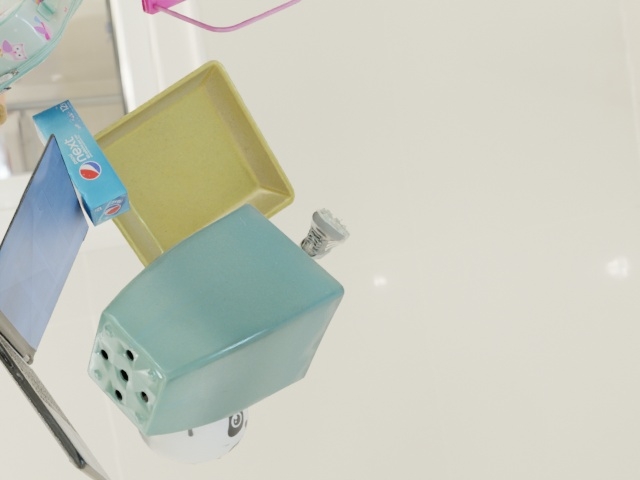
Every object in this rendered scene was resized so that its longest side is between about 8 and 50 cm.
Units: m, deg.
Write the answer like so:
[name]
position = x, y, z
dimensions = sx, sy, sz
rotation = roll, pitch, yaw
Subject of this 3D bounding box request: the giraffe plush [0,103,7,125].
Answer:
[giraffe plush]
position = -0.800, -0.281, 1.942
dimensions = 0.181, 0.210, 0.170
rotation = -86, -23, -59

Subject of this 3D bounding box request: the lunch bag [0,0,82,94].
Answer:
[lunch bag]
position = -0.524, -0.367, 1.585
dimensions = 0.108, 0.224, 0.279
rotation = 51, -156, -34

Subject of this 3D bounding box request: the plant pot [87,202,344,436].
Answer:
[plant pot]
position = -0.129, 0.099, 1.021
dimensions = 0.166, 0.234, 0.165
rotation = 42, 132, 21

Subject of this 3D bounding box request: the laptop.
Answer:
[laptop]
position = -0.356, 0.129, 1.377
dimensions = 0.408, 0.236, 0.382
rotation = 51, 163, 12

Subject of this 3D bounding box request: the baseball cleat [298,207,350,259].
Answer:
[baseball cleat]
position = 0.000, 0.000, 1.668
dimensions = 0.072, 0.109, 0.206
rotation = 50, -177, 13

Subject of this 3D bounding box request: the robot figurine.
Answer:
[robot figurine]
position = -0.191, 0.201, 1.401
dimensions = 0.174, 0.209, 0.278
rotation = -34, 41, 28

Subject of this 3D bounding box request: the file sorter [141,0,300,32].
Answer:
[file sorter]
position = -0.143, -0.476, 1.324
dimensions = 0.182, 0.202, 0.290
rotation = 27, 136, 33

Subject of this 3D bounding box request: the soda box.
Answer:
[soda box]
position = -0.405, -0.132, 1.555
dimensions = 0.210, 0.071, 0.067
rotation = 54, 160, 18

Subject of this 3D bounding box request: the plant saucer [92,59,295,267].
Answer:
[plant saucer]
position = -0.264, -0.129, 1.774
dimensions = 0.332, 0.333, 0.081
rotation = 60, 166, -26
